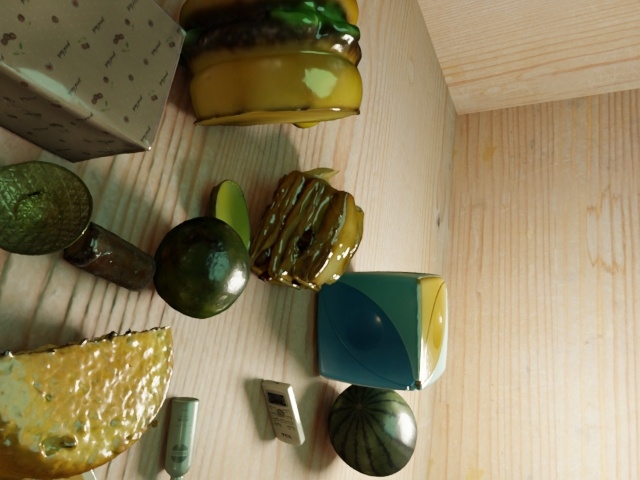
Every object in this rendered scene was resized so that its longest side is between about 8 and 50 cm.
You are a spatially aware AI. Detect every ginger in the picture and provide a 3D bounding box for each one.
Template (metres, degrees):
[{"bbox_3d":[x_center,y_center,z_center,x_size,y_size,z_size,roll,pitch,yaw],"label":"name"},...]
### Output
[{"bbox_3d":[-0.041,-0.146,1.336,0.193,0.115,0.123,-19,122,-49],"label":"ginger"}]

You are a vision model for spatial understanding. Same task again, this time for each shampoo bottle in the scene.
[{"bbox_3d":[-0.277,0.413,0.917,0.056,0.056,0.195,21,70,-60],"label":"shampoo bottle"}]

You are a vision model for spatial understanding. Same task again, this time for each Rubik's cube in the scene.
[{"bbox_3d":[0.208,0.276,1.509,0.347,0.351,0.352,10,78,-61],"label":"Rubik's cube"}]

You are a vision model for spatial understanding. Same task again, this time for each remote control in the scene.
[{"bbox_3d":[-0.096,0.452,1.215,0.029,0.087,0.190,-37,122,-52],"label":"remote control"}]

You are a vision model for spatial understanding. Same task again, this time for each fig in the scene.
[{"bbox_3d":[-0.209,0.051,0.919,0.245,0.195,0.195,4,85,-58],"label":"fig"}]

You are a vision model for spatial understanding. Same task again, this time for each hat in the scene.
[{"bbox_3d":[-0.415,-0.038,0.686,0.146,0.067,0.146,7,71,-20],"label":"hat"}]

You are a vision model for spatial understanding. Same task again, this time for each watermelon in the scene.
[{"bbox_3d":[0.172,0.610,1.500,0.359,0.279,0.279,55,43,-44],"label":"watermelon"}]

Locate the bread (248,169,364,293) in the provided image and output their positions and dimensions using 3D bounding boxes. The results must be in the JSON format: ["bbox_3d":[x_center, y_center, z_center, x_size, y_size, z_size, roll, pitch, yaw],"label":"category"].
[{"bbox_3d":[0.000,0.000,1.236,0.370,0.191,0.314,32,79,-60],"label":"bread"}]

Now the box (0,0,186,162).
[{"bbox_3d":[-0.376,-0.273,0.630,0.297,0.190,0.225,34,59,-55],"label":"box"}]

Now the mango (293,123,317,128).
[{"bbox_3d":[-0.069,-0.399,1.264,0.262,0.130,0.167,7,87,-55],"label":"mango"}]

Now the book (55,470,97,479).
[{"bbox_3d":[-0.445,0.424,0.644,0.295,0.020,0.208,-40,123,-55],"label":"book"}]

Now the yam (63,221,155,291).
[{"bbox_3d":[-0.352,0.029,0.779,0.141,0.079,0.079,44,51,-53],"label":"yam"}]

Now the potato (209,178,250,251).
[{"bbox_3d":[-0.213,-0.042,1.060,0.119,0.054,0.198,-54,139,-49],"label":"potato"}]

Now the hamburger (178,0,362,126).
[{"bbox_3d":[-0.102,-0.386,0.952,0.396,0.395,0.277,-22,109,-60],"label":"hamburger"}]

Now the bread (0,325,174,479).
[{"bbox_3d":[-0.348,0.227,0.637,0.340,0.194,0.179,8,69,-64],"label":"bread"}]
